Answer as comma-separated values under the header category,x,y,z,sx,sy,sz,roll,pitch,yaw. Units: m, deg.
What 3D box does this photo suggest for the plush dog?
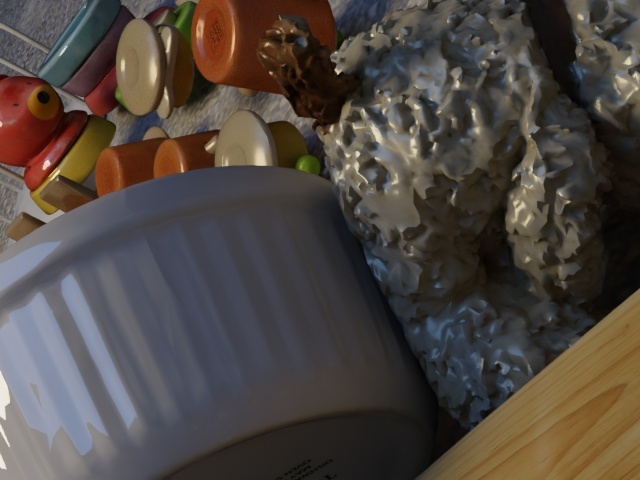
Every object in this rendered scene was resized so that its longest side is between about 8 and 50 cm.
category,x,y,z,sx,sy,sz,roll,pitch,yaw
plush dog,0.115,-0.071,0.564,0.225,0.210,0.262,-26,38,14

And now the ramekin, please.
category,x,y,z,sx,sy,sz,roll,pitch,yaw
ramekin,-0.063,0.098,0.609,0.273,0.273,0.127,-48,54,25

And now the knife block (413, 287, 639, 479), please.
category,x,y,z,sx,sy,sz,roll,pitch,yaw
knife block,0.091,0.123,0.498,0.242,0.088,0.275,0,66,59

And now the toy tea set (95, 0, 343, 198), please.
category,x,y,z,sx,sy,sz,roll,pitch,yaw
toy tea set,-0.083,-0.110,1.032,0.336,0.124,0.199,-2,93,56

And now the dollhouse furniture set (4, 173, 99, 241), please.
category,x,y,z,sx,sy,sz,roll,pitch,yaw
dollhouse furniture set,-0.315,0.091,1.173,0.259,0.135,0.262,-38,35,38

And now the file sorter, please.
category,x,y,z,sx,sy,sz,roll,pitch,yaw
file sorter,-0.388,-0.100,1.437,0.193,0.173,0.277,-45,32,31

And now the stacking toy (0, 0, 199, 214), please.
category,x,y,z,sx,sy,sz,roll,pitch,yaw
stacking toy,-0.238,-0.212,1.274,0.279,0.130,0.309,-40,24,32
